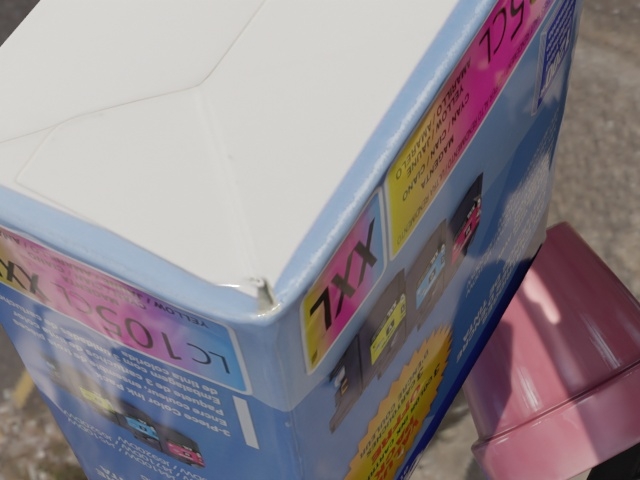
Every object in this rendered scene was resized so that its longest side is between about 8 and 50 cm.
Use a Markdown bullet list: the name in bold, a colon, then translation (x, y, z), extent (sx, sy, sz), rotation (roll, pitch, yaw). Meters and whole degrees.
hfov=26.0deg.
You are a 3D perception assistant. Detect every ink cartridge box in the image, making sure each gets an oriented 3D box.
- **ink cartridge box**: translation (0.000, 0.000, 0.655), extent (0.151, 0.270, 0.395), rotation (26, 154, 16)

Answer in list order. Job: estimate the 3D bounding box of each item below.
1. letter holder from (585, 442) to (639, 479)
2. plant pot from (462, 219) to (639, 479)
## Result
- **letter holder**: translation (0.366, 0.376, 1.450), extent (0.214, 0.302, 0.152), rotation (49, 135, -10)
- **plant pot**: translation (0.192, 0.091, 1.149), extent (0.201, 0.201, 0.180), rotation (-37, 79, 54)
